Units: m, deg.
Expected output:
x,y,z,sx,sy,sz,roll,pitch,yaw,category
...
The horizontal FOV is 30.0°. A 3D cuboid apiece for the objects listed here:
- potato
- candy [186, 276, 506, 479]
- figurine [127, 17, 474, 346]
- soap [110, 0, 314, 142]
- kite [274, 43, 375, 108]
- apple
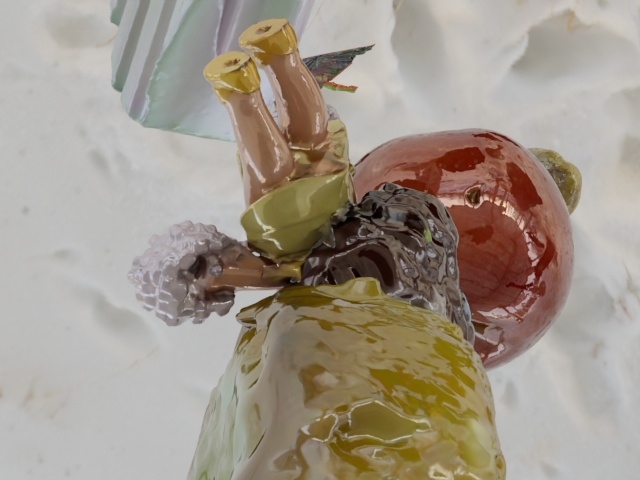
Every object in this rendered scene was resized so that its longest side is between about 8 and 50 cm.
x,y,z,sx,sy,sz,roll,pitch,yaw,category
0.292,-0.074,1.634,0.080,0.170,0.107,0,85,-32,potato
-0.009,0.145,0.499,0.118,0.260,0.260,15,115,-10,candy
0.001,0.001,0.642,0.115,0.175,0.240,-7,121,47,figurine
-0.075,-0.265,0.999,0.115,0.208,0.347,7,119,-28,soap
-0.009,-0.216,1.593,0.190,0.010,0.159,-33,149,32,kite
0.125,0.009,1.192,0.260,0.216,0.260,4,149,2,apple
